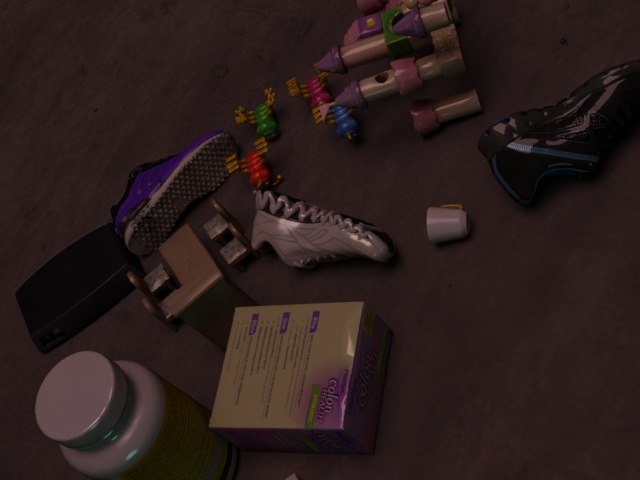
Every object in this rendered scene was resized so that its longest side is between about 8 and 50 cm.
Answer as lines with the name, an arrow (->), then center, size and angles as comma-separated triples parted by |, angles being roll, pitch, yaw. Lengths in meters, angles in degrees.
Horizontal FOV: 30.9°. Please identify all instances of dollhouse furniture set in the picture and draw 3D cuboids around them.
dollhouse furniture set -> -0.222, 0.055, 2.040 | 0.212, 0.161, 0.242 | -41, 50, 2

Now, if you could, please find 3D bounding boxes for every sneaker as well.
sneaker -> 0.431, -0.179, 1.863 | 0.341, 0.125, 0.139 | -27, 79, 10
sneaker -> -0.297, -0.121, 2.230 | 0.293, 0.102, 0.146 | -45, 49, -2
sneaker -> 0.000, 0.000, 1.999 | 0.292, 0.110, 0.118 | 18, 90, 35

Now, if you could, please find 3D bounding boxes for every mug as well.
mug -> 0.213, -0.034, 1.914 | 0.064, 0.062, 0.078 | -4, 66, 19

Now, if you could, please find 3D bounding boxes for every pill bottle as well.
pill bottle -> -0.286, 0.302, 1.813 | 0.188, 0.334, 0.187 | -14, 56, 22

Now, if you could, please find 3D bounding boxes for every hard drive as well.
hard drive -> -0.472, 0.083, 2.236 | 0.255, 0.054, 0.172 | -36, 50, 5

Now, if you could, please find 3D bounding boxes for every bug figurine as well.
bug figurine -> -0.046, -0.214, 2.164 | 0.279, 0.072, 0.216 | -28, 47, 17

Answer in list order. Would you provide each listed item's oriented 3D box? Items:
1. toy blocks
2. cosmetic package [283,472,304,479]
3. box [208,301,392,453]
toy blocks -> 0.103, -0.364, 2.014 | 0.260, 0.309, 0.288 | -16, 54, 13
cosmetic package -> -0.066, 0.422, 1.804 | 0.115, 0.041, 0.060 | -35, 50, 7
box -> -0.029, 0.221, 1.858 | 0.243, 0.117, 0.213 | -5, 59, 28
